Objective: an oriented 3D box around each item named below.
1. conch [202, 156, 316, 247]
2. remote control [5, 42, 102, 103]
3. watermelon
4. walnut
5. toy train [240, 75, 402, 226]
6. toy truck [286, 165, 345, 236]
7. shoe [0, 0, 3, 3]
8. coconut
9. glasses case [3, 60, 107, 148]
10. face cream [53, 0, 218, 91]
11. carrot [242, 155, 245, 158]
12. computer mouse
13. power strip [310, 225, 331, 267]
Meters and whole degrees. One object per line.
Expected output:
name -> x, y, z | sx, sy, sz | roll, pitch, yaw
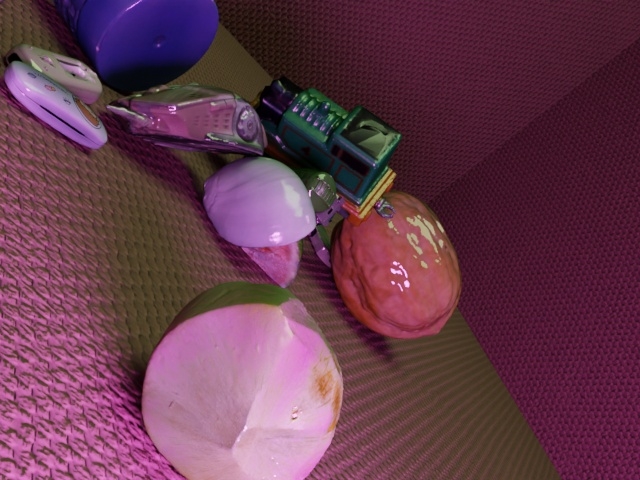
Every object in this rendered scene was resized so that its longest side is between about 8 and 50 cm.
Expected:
conch -> -0.113, -0.067, 1.556 | 0.221, 0.185, 0.121 | 20, -25, 31
remote control -> -0.397, -0.253, 1.337 | 0.078, 0.042, 0.221 | 54, 11, 5
watermelon -> -0.093, -0.011, 1.683 | 0.231, 0.128, 0.146 | 59, -5, 45
walnut -> 0.175, 0.065, 2.016 | 0.344, 0.306, 0.306 | 56, 11, 9
toy train -> -0.005, -0.199, 1.849 | 0.429, 0.249, 0.178 | 36, 53, 3
toy truck -> -0.063, -0.093, 1.745 | 0.242, 0.101, 0.125 | 12, -34, 46
shoe -> -0.516, -0.408, 1.301 | 0.099, 0.071, 0.169 | 48, 7, -2
coconut -> -0.078, 0.152, 0.918 | 0.205, 0.236, 0.236 | 15, 17, -6
glasses case -> -0.368, -0.187, 1.235 | 0.178, 0.045, 0.067 | 39, 17, -51
face cream -> -0.344, -0.435, 1.609 | 0.225, 0.249, 0.249 | 55, 11, 23
carrot -> -0.121, -0.144, 2.133 | 0.216, 0.048, 0.048 | 49, 10, -40
computer mouse -> -0.231, -0.219, 1.513 | 0.389, 0.199, 0.115 | 9, 85, -57
power strip -> 0.000, 0.000, 2.183 | 0.080, 0.029, 0.227 | 46, 11, -35
